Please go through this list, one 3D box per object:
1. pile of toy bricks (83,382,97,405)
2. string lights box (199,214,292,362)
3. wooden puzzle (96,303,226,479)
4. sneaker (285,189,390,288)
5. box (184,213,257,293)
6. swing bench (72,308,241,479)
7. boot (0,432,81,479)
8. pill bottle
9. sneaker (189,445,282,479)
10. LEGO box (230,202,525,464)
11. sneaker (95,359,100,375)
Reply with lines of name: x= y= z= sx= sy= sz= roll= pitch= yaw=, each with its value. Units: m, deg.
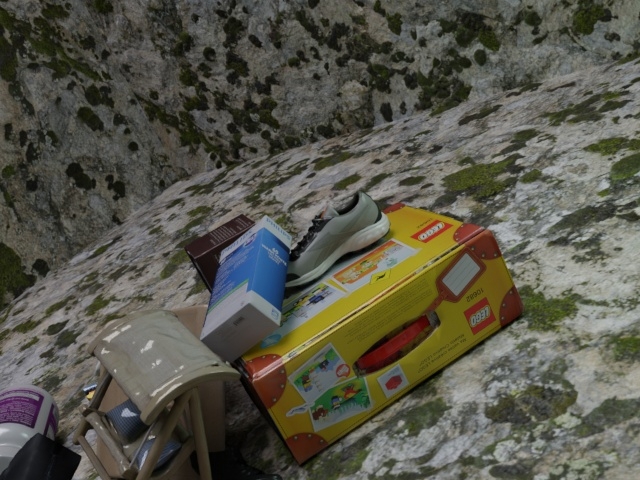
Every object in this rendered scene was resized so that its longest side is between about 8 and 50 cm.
pile of toy bricks: x=-0.439 y=0.361 z=1.790 sx=0.212 sy=0.118 sz=0.105 roll=-22 pitch=50 yaw=-14
string lights box: x=-0.132 y=0.082 z=1.418 sx=0.133 sy=0.077 sz=0.260 roll=-38 pitch=25 yaw=27
wooden puzzle: x=-0.301 y=0.301 z=1.519 sx=0.347 sy=0.322 sz=0.080 roll=-11 pitch=-16 yaw=39
sneaker: x=0.000 y=0.000 z=1.521 sx=0.271 sy=0.108 sz=0.100 roll=-34 pitch=20 yaw=-5
box: x=-0.251 y=0.052 z=2.214 sx=0.203 sy=0.167 sz=0.168 roll=-31 pitch=20 yaw=-11
swing bench: x=-0.281 y=0.275 z=1.286 sx=0.165 sy=0.255 sz=0.253 roll=2 pitch=16 yaw=-36
boot: x=-0.557 y=0.553 z=1.192 sx=0.367 sy=0.146 sz=0.445 roll=-37 pitch=25 yaw=15
pill bottle: x=-0.682 y=0.456 z=1.727 sx=0.169 sy=0.169 sz=0.301 roll=-28 pitch=18 yaw=-4
sneaker: x=-0.144 y=0.387 z=1.319 sx=0.170 sy=0.051 sz=0.089 roll=-17 pitch=58 yaw=20
LEGO box: x=0.070 y=0.147 z=1.511 sx=0.500 sy=0.193 sz=0.372 roll=-31 pitch=19 yaw=-12
sneaker: x=-0.469 y=0.281 z=2.027 sx=0.292 sy=0.110 sz=0.118 roll=-27 pitch=25 yaw=25
